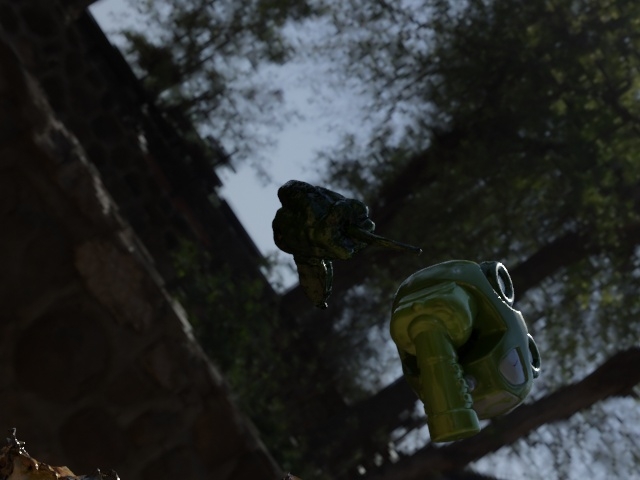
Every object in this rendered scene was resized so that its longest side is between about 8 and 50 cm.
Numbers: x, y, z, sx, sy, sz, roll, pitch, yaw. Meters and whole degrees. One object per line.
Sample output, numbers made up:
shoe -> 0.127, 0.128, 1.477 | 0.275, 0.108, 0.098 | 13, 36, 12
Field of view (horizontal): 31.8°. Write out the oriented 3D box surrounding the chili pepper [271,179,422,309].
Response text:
chili pepper -> 0.000, 0.000, 1.045 | 0.122, 0.065, 0.279 | 44, -13, -3

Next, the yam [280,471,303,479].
yam -> 0.040, 0.263, 0.747 | 0.238, 0.129, 0.128 | 28, 14, 11

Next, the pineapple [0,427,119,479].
pineapple -> -0.195, 0.220, 0.683 | 0.221, 0.221, 0.047 | 50, 4, 24

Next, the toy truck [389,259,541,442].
toy truck -> 0.147, 0.118, 1.250 | 0.211, 0.148, 0.187 | -9, 81, -64
